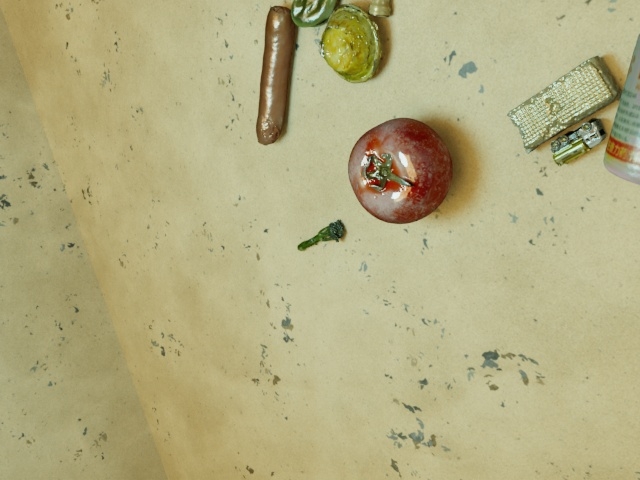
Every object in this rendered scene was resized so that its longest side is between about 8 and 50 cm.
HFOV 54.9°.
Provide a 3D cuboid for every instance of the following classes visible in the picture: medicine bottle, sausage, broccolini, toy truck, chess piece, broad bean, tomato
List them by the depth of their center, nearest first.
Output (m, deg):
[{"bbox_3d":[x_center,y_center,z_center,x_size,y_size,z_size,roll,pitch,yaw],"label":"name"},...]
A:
[{"bbox_3d":[0.681,-0.297,1.131,0.219,0.219,0.388,24,119,33],"label":"medicine bottle"},{"bbox_3d":[0.571,-0.218,1.371,0.123,0.052,0.062,-32,87,44],"label":"toy truck"},{"bbox_3d":[0.160,-0.663,1.574,0.060,0.060,0.172,23,117,34],"label":"chess piece"},{"bbox_3d":[0.211,-0.175,1.583,0.270,0.227,0.270,5,99,37],"label":"tomato"},{"bbox_3d":[-0.014,-0.690,1.705,0.153,0.072,0.206,29,122,16],"label":"broad bean"},{"bbox_3d":[-0.138,-0.490,1.871,0.094,0.094,0.418,24,120,29],"label":"sausage"},{"bbox_3d":[0.001,-0.001,1.965,0.216,0.058,0.067,-33,41,50],"label":"broccolini"}]

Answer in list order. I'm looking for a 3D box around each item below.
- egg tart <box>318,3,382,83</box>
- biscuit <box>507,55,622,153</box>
[{"bbox_3d":[0.073,-0.520,1.653,0.213,0.090,0.212,29,135,34],"label":"egg tart"},{"bbox_3d":[0.534,-0.297,1.369,0.239,0.062,0.108,-33,82,44],"label":"biscuit"}]
